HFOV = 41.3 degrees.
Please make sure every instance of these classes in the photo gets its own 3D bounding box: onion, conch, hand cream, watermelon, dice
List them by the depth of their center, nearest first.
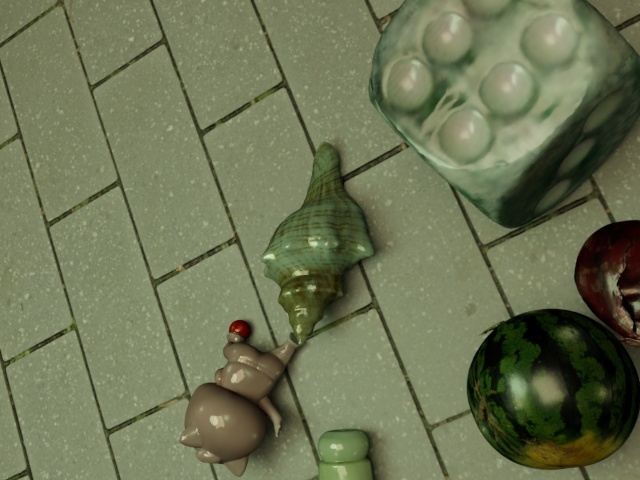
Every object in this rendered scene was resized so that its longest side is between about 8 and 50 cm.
[{"bbox_3d":[0.521,0.064,1.286,0.281,0.221,0.281,-6,54,9],"label":"onion"},{"bbox_3d":[0.358,0.228,1.312,0.269,0.269,0.269,-4,80,24],"label":"watermelon"},{"bbox_3d":[0.298,-0.243,1.371,0.328,0.348,0.330,-47,65,13],"label":"dice"},{"bbox_3d":[0.049,0.492,1.506,0.147,0.093,0.306,-9,79,33],"label":"hand cream"},{"bbox_3d":[0.000,0.000,1.574,0.203,0.169,0.386,11,88,1],"label":"conch"}]

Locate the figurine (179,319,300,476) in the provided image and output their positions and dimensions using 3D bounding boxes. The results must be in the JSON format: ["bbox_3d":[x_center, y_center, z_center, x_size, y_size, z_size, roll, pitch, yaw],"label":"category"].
[{"bbox_3d":[-0.150,0.296,1.619,0.176,0.186,0.287,24,68,-11],"label":"figurine"}]
